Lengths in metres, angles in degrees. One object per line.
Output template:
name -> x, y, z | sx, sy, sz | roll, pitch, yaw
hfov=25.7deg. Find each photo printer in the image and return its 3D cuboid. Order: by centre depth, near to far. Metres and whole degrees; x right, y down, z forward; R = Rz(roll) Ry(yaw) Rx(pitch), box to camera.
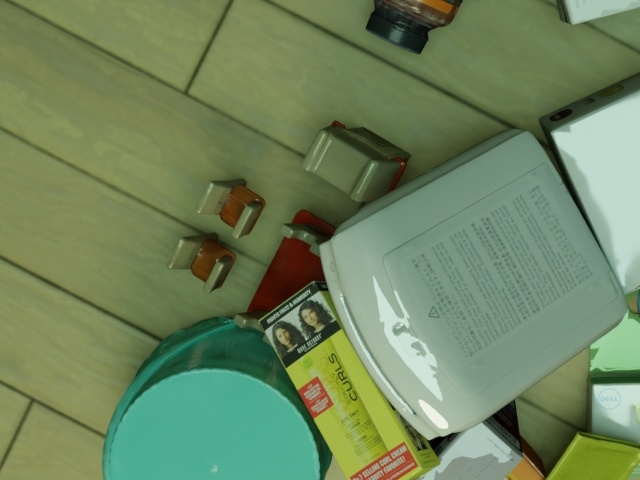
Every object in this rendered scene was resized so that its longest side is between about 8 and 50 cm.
photo printer -> 0.156, 0.048, 1.488 | 0.307, 0.107, 0.256 | -30, 90, -33

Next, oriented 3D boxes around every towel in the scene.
towel -> 0.290, 0.325, 1.673 | 0.102, 0.021, 0.237 | 13, 121, -25

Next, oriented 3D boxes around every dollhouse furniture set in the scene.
dollhouse furniture set -> 0.000, 0.000, 1.619 | 0.262, 0.135, 0.259 | 32, 105, 15

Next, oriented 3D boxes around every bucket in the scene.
bucket -> -0.116, 0.241, 1.649 | 0.281, 0.183, 0.281 | 1, 100, 3

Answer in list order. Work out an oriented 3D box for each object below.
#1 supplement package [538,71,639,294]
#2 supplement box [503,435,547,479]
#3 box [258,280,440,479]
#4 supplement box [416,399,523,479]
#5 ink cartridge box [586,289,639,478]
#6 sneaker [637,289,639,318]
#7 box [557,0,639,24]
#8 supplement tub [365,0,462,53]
supplement package -> 0.408, -0.095, 1.573 | 0.262, 0.145, 0.204 | -25, 99, 7
supplement box -> 0.163, 0.327, 1.705 | 0.233, 0.078, 0.080 | -40, 99, 10
box -> 0.029, 0.162, 1.500 | 0.087, 0.058, 0.232 | -35, 73, 20
supplement box -> 0.158, 0.230, 1.602 | 0.073, 0.239, 0.130 | 42, 101, -3
ink cartridge box -> 0.405, 0.164, 1.671 | 0.171, 0.056, 0.235 | -1, 103, 4
sneaker -> 0.526, 0.103, 1.618 | 0.341, 0.140, 0.125 | 22, 135, -2
box -> 0.336, -0.346, 1.540 | 0.182, 0.119, 0.181 | -14, 100, 6
supplement tub -> 0.122, -0.311, 1.567 | 0.106, 0.106, 0.198 | 24, 101, -2
